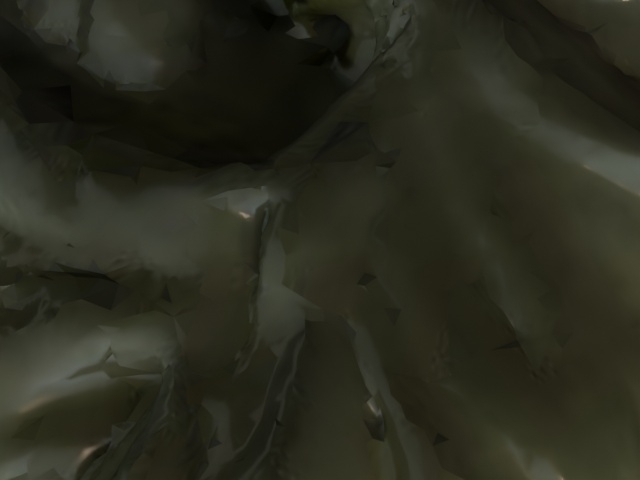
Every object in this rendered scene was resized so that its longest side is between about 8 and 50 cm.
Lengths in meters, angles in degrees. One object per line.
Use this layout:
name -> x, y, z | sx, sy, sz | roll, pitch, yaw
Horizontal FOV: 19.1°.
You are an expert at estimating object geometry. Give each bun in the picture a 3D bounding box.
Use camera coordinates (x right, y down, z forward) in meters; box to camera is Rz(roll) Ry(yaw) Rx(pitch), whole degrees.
bun -> 0.000, 0.000, 0.563 | 0.360, 0.359, 0.211 | 54, 161, 33
